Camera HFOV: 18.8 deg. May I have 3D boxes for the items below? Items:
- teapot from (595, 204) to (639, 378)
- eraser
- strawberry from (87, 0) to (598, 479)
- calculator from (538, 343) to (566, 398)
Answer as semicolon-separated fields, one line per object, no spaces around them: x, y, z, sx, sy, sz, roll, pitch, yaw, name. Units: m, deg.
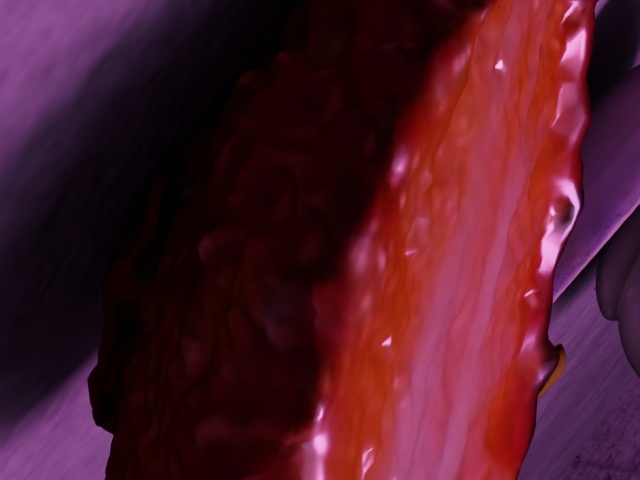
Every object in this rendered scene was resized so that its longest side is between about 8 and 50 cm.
0.313;0.003;1.482;0.220;0.149;0.318;-64;163;19;teapot
0.148;-0.039;0.986;0.204;0.059;0.243;-42;169;-29;eraser
0.000;0.000;0.545;0.190;0.111;0.236;19;86;-65;strawberry
0.042;0.114;0.992;0.157;0.033;0.236;-37;174;37;calculator
